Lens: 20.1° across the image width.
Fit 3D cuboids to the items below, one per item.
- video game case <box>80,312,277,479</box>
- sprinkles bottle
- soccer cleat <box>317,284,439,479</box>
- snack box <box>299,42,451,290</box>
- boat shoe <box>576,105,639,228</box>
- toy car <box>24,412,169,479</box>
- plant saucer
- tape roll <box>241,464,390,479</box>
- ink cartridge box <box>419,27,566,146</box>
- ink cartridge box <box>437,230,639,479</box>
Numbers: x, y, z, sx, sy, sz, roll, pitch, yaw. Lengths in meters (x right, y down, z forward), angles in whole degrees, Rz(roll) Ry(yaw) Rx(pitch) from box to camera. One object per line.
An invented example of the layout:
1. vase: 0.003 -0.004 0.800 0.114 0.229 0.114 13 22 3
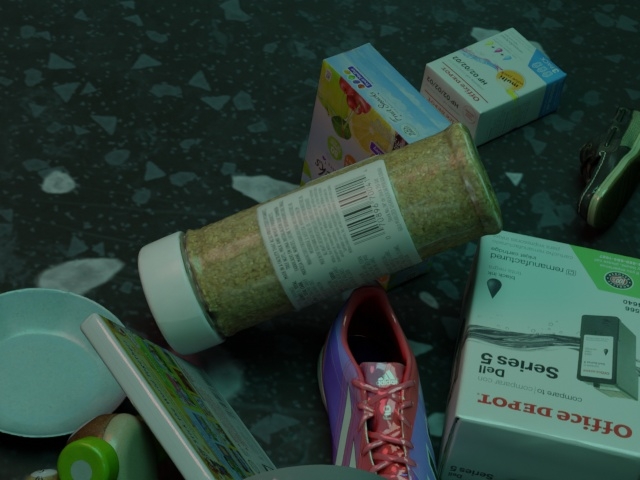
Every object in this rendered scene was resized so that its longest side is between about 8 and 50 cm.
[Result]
1. video game case: -0.114 0.178 1.705 0.026 0.206 0.227 -43 58 7
2. sprinkles bottle: 0.000 0.000 1.800 0.355 0.121 0.121 -21 48 7
3. soccer cleat: 0.061 0.187 1.764 0.109 0.116 0.318 -2 46 -12
4. snack box: 0.062 -0.079 1.958 0.070 0.207 0.174 -23 53 -29
5. boat shoe: 0.339 -0.089 2.116 0.073 0.080 0.223 22 41 19
6. toy car: -0.245 0.235 1.657 0.188 0.149 0.155 -4 4 19
7. plant saucer: -0.282 0.131 1.812 0.195 0.037 0.195 5 46 -5
8. tape roll: -0.016 0.289 1.580 0.219 0.219 0.072 -2 48 -12
9. ink cartridge box: 0.195 -0.180 2.182 0.181 0.061 0.104 -26 55 -30
10. ink cartridge box: 0.238 0.134 1.848 0.198 0.114 0.273 12 45 1
